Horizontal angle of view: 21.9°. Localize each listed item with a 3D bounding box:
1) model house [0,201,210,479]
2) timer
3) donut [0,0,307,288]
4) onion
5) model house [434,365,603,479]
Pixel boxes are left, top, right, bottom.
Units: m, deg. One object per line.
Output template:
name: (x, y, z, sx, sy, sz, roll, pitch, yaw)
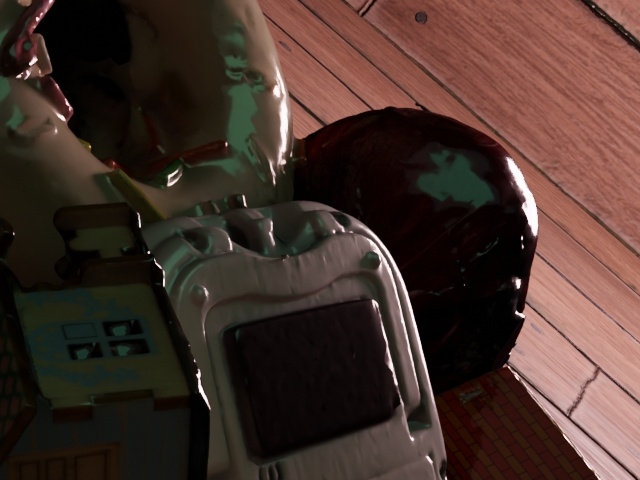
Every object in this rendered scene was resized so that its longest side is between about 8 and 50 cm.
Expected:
model house: (-0.164, 0.119, 0.654, 0.206, 0.271, 0.178, -7, 37, -17)
timer: (-0.028, 0.098, 0.943, 0.262, 0.087, 0.237, -10, 87, -52)
donut: (-0.154, -0.099, 1.049, 0.383, 0.142, 0.382, 30, 50, -44)
onion: (0.046, 0.033, 1.244, 0.221, 0.281, 0.281, 27, 13, 13)
model house: (0.113, 0.195, 1.103, 0.207, 0.154, 0.294, 21, 25, -52)
